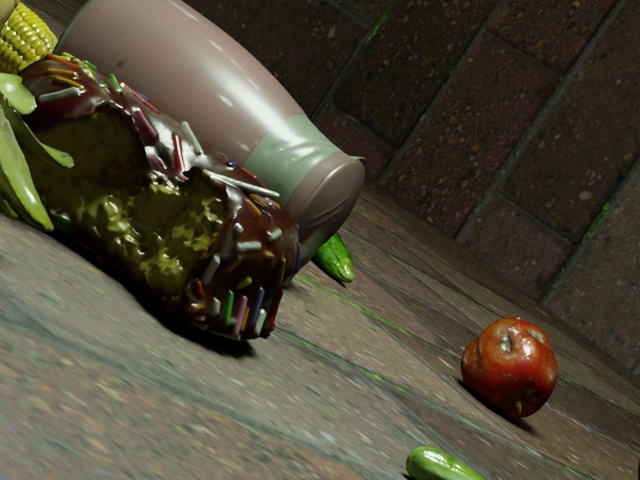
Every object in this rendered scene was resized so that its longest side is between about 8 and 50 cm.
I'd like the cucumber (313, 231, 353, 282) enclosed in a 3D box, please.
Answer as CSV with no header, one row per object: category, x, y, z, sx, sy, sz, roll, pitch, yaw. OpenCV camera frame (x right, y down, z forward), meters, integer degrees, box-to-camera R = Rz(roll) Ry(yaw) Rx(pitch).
cucumber,0.000,0.000,1.962,0.039,0.039,0.168,32,7,-25

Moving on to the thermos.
thermos,-0.095,-0.087,1.642,0.265,0.146,0.176,37,47,22

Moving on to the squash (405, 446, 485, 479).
squash,0.090,0.152,1.184,0.089,0.027,0.027,36,5,0

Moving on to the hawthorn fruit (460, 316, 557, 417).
hawthorn fruit,0.167,0.115,1.753,0.093,0.093,0.093,34,5,-3

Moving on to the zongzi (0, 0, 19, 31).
zongzi,-0.352,-0.222,1.539,0.197,0.099,0.194,18,15,-47

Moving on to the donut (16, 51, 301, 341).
donut,-0.107,-0.031,1.241,0.230,0.096,0.216,35,5,14

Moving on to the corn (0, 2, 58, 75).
corn,-0.298,-0.193,1.702,0.203,0.072,0.072,36,6,23

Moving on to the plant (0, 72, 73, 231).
plant,-0.230,-0.157,0.944,0.261,0.297,0.306,9,0,5

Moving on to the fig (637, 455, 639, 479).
fig,0.334,0.209,1.688,0.186,0.148,0.142,-29,73,-41
